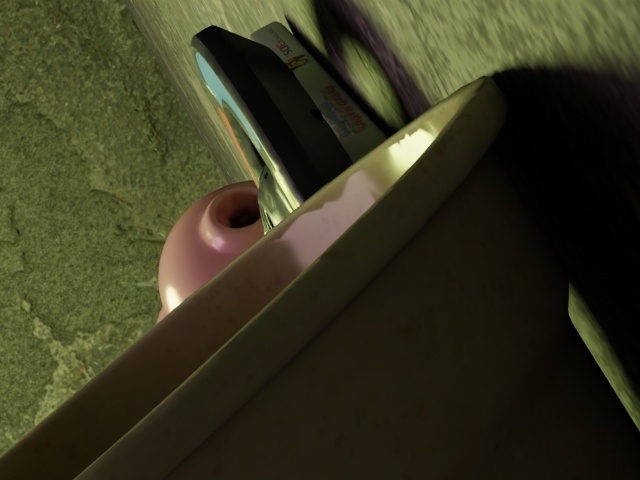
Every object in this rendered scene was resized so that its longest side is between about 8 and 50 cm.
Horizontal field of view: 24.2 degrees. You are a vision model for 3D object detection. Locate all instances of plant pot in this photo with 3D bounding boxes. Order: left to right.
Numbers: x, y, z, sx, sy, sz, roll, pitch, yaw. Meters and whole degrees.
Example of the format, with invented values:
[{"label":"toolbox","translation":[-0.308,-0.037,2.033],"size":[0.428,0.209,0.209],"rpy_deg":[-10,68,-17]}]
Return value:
[{"label":"plant pot","translation":[0.021,0.171,0.464],"size":[0.305,0.334,0.334],"rpy_deg":[49,176,-4]}]

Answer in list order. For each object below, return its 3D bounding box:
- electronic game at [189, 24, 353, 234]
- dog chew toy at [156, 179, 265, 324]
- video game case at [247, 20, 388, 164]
[{"label":"electronic game","translation":[0.000,0.000,0.715],"size":[0.229,0.048,0.229],"rpy_deg":[59,176,7]},{"label":"dog chew toy","translation":[-0.025,0.088,1.046],"size":[0.206,0.206,0.332],"rpy_deg":[57,166,41]},{"label":"video game case","translation":[0.043,0.011,0.799],"size":[0.227,0.026,0.206],"rpy_deg":[62,175,-33]}]
